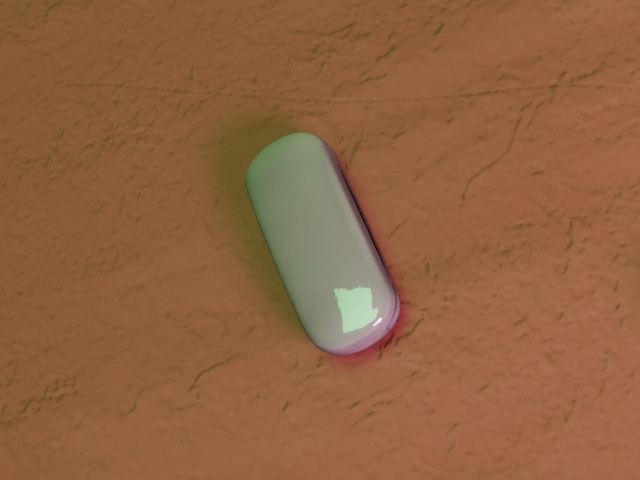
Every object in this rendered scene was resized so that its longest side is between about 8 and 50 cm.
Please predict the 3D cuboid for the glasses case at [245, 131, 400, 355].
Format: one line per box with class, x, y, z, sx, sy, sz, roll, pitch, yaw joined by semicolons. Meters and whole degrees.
glasses case;0.000;0.000;1.443;0.081;0.051;0.204;-30;57;13
